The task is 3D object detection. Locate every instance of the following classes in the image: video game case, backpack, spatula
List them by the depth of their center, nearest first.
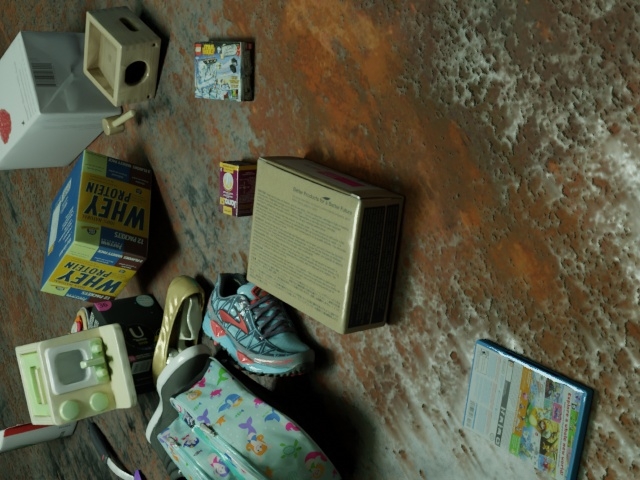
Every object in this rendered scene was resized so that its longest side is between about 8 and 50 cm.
[{"bbox_3d":[0.242,0.201,1.131,0.166,0.015,0.119,24,113,47],"label":"video game case"},{"bbox_3d":[-0.100,0.315,1.412,0.253,0.191,0.225,20,151,41],"label":"backpack"},{"bbox_3d":[-0.428,0.473,1.995,0.296,0.030,0.084,38,123,42],"label":"spatula"}]

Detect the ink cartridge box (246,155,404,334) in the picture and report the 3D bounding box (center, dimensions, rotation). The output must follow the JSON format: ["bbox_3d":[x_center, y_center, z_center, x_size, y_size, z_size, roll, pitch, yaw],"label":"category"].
[{"bbox_3d":[0.000,0.000,1.343,0.234,0.088,0.193,26,114,47],"label":"ink cartridge box"}]

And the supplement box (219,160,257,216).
[{"bbox_3d":[-0.132,-0.084,1.530,0.055,0.043,0.083,15,108,48],"label":"supplement box"}]

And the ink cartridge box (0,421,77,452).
[{"bbox_3d":[-0.627,0.427,2.118,0.224,0.181,0.056,-20,80,49],"label":"ink cartridge box"}]

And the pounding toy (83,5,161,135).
[{"bbox_3d":[-0.349,-0.290,1.739,0.181,0.094,0.206,45,137,32],"label":"pounding toy"}]

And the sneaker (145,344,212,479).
[{"bbox_3d":[-0.220,0.313,1.661,0.147,0.104,0.296,52,138,30],"label":"sneaker"}]

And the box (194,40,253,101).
[{"bbox_3d":[-0.158,-0.276,1.546,0.137,0.027,0.094,15,109,49],"label":"box"}]

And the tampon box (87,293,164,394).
[{"bbox_3d":[-0.347,0.195,1.779,0.161,0.120,0.101,50,133,34],"label":"tampon box"}]

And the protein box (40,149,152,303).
[{"bbox_3d":[-0.417,-0.019,1.771,0.200,0.135,0.201,-44,40,45],"label":"protein box"}]

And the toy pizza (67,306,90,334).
[{"bbox_3d":[-0.520,0.242,2.027,0.201,0.032,0.201,-175,90,-66],"label":"toy pizza"}]

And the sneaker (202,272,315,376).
[{"bbox_3d":[-0.101,0.124,1.478,0.261,0.104,0.125,26,113,46],"label":"sneaker"}]

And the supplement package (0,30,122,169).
[{"bbox_3d":[-0.556,-0.276,1.923,0.293,0.175,0.178,-29,74,50],"label":"supplement package"}]

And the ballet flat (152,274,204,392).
[{"bbox_3d":[-0.248,0.179,1.680,0.073,0.080,0.232,22,110,46],"label":"ballet flat"}]

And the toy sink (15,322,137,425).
[{"bbox_3d":[-0.446,0.244,1.709,0.234,0.131,0.153,-14,89,55],"label":"toy sink"}]
